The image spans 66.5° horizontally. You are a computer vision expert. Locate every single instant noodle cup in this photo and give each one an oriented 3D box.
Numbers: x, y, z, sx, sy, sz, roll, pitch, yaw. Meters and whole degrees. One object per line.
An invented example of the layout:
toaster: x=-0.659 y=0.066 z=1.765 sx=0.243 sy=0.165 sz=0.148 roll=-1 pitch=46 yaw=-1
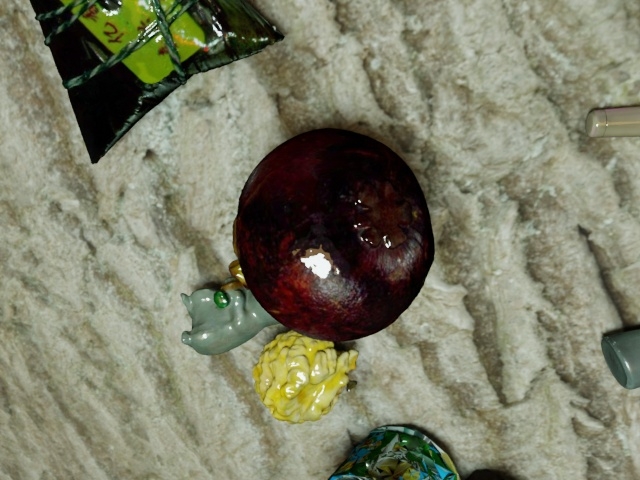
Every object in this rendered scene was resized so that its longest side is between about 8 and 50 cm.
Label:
instant noodle cup: x=0.105 y=0.450 z=0.812 sx=0.240 sy=0.178 sz=0.240 roll=-1 pitch=88 yaw=32

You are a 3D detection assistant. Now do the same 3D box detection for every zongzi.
zongzi: x=-0.314 y=-0.306 z=0.701 sx=0.362 sy=0.319 sz=0.383 roll=-42 pitch=113 yaw=15

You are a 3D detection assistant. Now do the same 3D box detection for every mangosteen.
mangosteen: x=0.016 y=-0.002 z=0.704 sx=0.298 sy=0.293 sz=0.296 roll=4 pitch=66 yaw=-10

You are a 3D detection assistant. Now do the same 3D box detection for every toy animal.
toy animal: x=-0.108 y=0.116 z=0.844 sx=0.252 sy=0.127 sz=0.125 roll=-13 pitch=90 yaw=-1

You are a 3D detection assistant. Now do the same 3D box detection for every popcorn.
popcorn: x=-0.025 y=0.227 z=0.828 sx=0.170 sy=0.180 sz=0.179 roll=29 pitch=109 yaw=23

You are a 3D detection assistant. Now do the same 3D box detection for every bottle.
bottle: x=0.437 y=-0.170 z=0.699 sx=0.097 sy=0.045 sz=0.045 roll=0 pitch=105 yaw=11

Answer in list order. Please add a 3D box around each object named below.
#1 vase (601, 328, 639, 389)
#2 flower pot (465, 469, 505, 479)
vase: x=0.562 y=0.159 z=0.753 sx=0.214 sy=0.086 sz=0.086 roll=-19 pitch=101 yaw=9
flower pot: x=0.336 y=0.519 z=0.883 sx=0.251 sy=0.084 sz=0.178 roll=35 pitch=107 yaw=-2
